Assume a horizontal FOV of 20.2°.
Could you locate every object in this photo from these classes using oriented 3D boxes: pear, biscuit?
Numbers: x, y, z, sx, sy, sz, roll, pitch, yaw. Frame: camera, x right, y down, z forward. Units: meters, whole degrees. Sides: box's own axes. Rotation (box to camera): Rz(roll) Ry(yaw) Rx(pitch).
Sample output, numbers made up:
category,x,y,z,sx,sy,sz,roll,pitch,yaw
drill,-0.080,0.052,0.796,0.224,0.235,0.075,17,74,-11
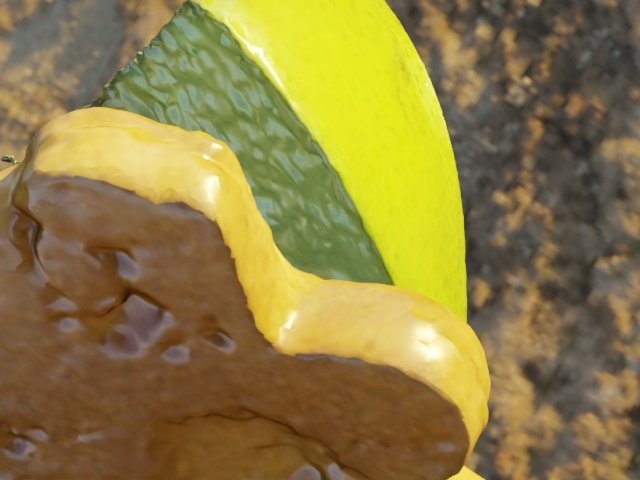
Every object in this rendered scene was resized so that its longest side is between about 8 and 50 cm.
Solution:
category,x,y,z,sx,sy,sz,roll,pitch,yaw
pear,0.001,-0.001,0.820,0.139,0.239,0.288,-32,1,-29
biscuit,-0.022,0.072,0.482,0.184,0.249,0.035,-22,29,32
